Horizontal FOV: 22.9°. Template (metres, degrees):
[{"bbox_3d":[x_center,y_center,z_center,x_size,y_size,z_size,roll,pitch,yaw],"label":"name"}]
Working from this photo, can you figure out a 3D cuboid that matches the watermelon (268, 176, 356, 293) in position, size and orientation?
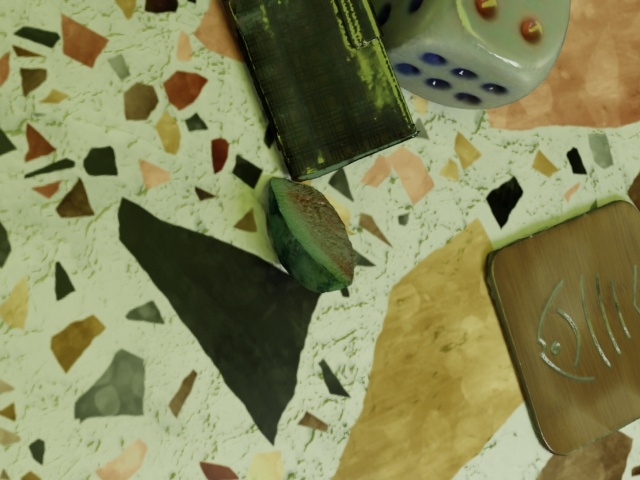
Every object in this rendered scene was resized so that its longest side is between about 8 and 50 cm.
[{"bbox_3d":[-0.008,0.003,1.839,0.094,0.081,0.180,-2,46,-13],"label":"watermelon"}]

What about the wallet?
[{"bbox_3d":[-0.013,-0.241,1.869,0.169,0.044,0.317,-22,93,-4],"label":"wallet"}]

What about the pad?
[{"bbox_3d":[0.360,0.112,2.095,0.284,0.018,0.287,-20,93,-33],"label":"pad"}]

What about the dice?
[{"bbox_3d":[0.181,-0.282,1.941,0.193,0.194,0.192,22,70,-29],"label":"dice"}]
